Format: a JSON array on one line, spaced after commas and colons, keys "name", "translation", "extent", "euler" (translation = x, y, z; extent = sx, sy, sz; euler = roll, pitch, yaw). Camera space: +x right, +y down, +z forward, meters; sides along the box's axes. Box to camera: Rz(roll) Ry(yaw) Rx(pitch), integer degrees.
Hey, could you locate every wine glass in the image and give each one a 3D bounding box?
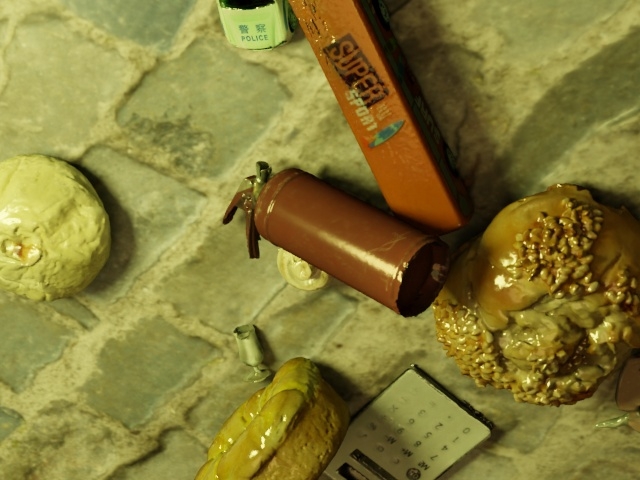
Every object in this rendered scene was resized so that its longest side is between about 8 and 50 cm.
[{"name": "wine glass", "translation": [-0.103, 0.163, 1.761], "extent": [0.042, 0.039, 0.083], "euler": [-5, 116, 28]}]

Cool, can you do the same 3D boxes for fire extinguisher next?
[{"name": "fire extinguisher", "translation": [0.000, 0.000, 1.548], "extent": [0.337, 0.106, 0.147], "euler": [28, 118, 35]}]

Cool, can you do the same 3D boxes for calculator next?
[{"name": "calculator", "translation": [0.112, 0.302, 1.791], "extent": [0.161, 0.021, 0.261], "euler": [38, 121, -7]}]

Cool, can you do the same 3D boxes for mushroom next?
[{"name": "mushroom", "translation": [-0.018, 0.029, 1.643], "extent": [0.084, 0.067, 0.083], "euler": [6, 110, 15]}]

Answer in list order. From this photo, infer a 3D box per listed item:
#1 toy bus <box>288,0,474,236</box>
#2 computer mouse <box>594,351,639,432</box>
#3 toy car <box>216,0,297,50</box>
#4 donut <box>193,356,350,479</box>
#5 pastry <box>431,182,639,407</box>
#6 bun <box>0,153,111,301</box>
[{"name": "toy bus", "translation": [0.071, -0.178, 1.484], "extent": [0.093, 0.092, 0.408], "euler": [-20, 113, 22]}, {"name": "computer mouse", "translation": [0.521, 0.184, 1.557], "extent": [0.389, 0.115, 0.199], "euler": [-25, 107, 26]}, {"name": "toy car", "translation": [-0.090, -0.328, 1.453], "extent": [0.090, 0.076, 0.224], "euler": [-2, 118, 15]}, {"name": "donut", "translation": [-0.071, 0.300, 1.733], "extent": [0.128, 0.208, 0.261], "euler": [37, 127, -8]}, {"name": "pastry", "translation": [0.283, 0.085, 1.538], "extent": [0.255, 0.162, 0.311], "euler": [37, 121, -4]}, {"name": "bun", "translation": [-0.397, -0.007, 1.689], "extent": [0.221, 0.134, 0.220], "euler": [5, 117, 10]}]
